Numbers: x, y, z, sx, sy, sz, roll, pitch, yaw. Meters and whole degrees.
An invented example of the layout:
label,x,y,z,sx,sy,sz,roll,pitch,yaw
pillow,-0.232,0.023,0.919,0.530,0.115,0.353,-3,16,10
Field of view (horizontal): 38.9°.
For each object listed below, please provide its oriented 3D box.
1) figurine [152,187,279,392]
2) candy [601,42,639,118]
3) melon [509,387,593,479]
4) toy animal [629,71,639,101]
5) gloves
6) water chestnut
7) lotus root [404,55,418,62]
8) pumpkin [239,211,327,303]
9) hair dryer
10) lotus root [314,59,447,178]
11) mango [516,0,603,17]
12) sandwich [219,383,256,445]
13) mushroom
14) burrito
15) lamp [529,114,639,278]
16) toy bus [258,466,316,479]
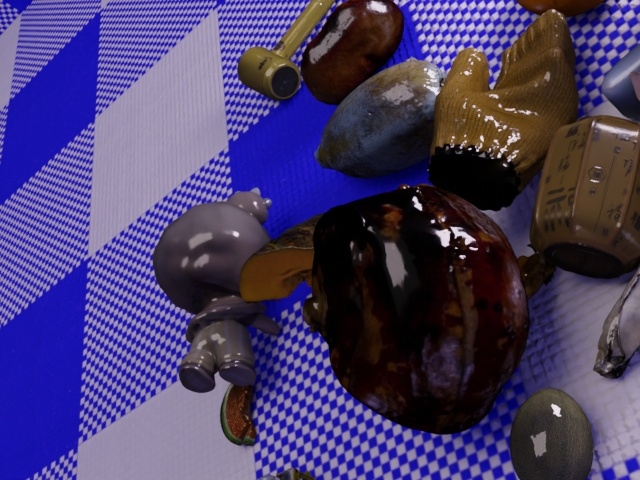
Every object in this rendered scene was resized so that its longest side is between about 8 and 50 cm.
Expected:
label,x,y,z,sx,sy,sz,roll,pitch,yaw
figurine,-0.187,0.086,1.605,0.248,0.203,0.381,-30,48,26
candy,0.452,-0.236,1.183,0.174,0.138,0.071,-41,66,20
melon,0.276,0.241,1.085,0.098,0.098,0.131,-14,55,42
toy animal,0.516,-0.183,1.061,0.250,0.154,0.167,-36,52,30
gloves,0.271,-0.190,1.320,0.203,0.155,0.357,10,57,31
water chestnut,0.160,0.079,1.196,0.335,0.346,0.336,176,90,-70
lotus root,0.159,-0.283,1.611,0.037,0.030,0.083,19,82,21
pumpkin,-0.004,-0.002,1.478,0.278,0.111,0.163,-9,41,23
hair dryer,-0.049,-0.421,1.893,0.279,0.090,0.135,-52,38,-2
lotus root,0.092,-0.180,1.515,0.322,0.158,0.140,-27,23,41
mango,0.374,-0.415,1.410,0.145,0.112,0.219,-62,27,-3
sandwich,-0.139,0.291,1.557,0.067,0.029,0.135,-22,50,30
mushroom,0.049,-0.388,1.743,0.227,0.148,0.218,-41,25,13
burrito,0.398,0.065,1.099,0.058,0.063,0.230,36,93,23
lamp,0.351,-0.055,1.152,0.161,0.161,0.185,0,64,47
toy bus,-0.103,0.427,1.392,0.226,0.074,0.081,-35,43,28
